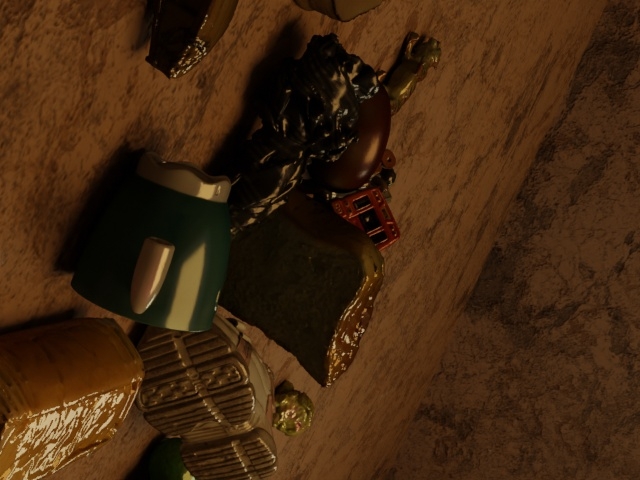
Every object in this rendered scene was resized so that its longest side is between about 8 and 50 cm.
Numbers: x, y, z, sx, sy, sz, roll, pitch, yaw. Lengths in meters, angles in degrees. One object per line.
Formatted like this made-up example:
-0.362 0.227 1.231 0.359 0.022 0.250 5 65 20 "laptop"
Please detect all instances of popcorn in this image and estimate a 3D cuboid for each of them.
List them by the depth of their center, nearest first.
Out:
-0.059 0.350 2.244 0.097 0.109 0.089 -27 -158 11 "popcorn"

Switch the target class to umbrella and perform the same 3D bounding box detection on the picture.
-0.061 -0.117 1.421 0.336 0.128 0.154 -46 139 -3 "umbrella"

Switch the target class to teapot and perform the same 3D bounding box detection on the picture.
0.011 -0.151 1.589 0.252 0.135 0.178 -51 -153 46 "teapot"

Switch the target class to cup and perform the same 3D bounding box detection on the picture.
-0.178 -0.005 1.240 0.299 0.167 0.173 -117 -135 -80 "cup"

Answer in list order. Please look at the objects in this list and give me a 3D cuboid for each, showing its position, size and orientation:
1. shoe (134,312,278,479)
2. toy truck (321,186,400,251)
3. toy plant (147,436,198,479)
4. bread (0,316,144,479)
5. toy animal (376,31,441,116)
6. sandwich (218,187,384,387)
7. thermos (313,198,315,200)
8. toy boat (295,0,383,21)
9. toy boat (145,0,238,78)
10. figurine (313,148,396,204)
-0.168 0.198 1.615 0.198 0.172 0.351 -92 171 -48 "shoe"
0.015 -0.001 1.650 0.114 0.107 0.253 -26 -179 -24 "toy truck"
-0.239 0.443 1.807 0.218 0.175 0.235 87 12 -51 "toy plant"
-0.315 0.177 1.217 0.152 0.119 0.288 -61 162 17 "bread"
0.138 -0.266 1.827 0.241 0.057 0.099 -53 162 -21 "toy animal"
-0.041 0.051 1.535 0.087 0.251 0.226 -20 139 -56 "sandwich"
0.002 0.000 1.843 0.232 0.099 0.124 -51 123 -27 "thermos"
0.032 -0.343 1.405 0.188 0.061 0.116 -35 151 -51 "toy boat"
-0.120 -0.294 1.031 0.121 0.089 0.321 -32 150 -45 "toy boat"
0.057 -0.093 1.722 0.147 0.093 0.197 -16 -174 -23 "figurine"
